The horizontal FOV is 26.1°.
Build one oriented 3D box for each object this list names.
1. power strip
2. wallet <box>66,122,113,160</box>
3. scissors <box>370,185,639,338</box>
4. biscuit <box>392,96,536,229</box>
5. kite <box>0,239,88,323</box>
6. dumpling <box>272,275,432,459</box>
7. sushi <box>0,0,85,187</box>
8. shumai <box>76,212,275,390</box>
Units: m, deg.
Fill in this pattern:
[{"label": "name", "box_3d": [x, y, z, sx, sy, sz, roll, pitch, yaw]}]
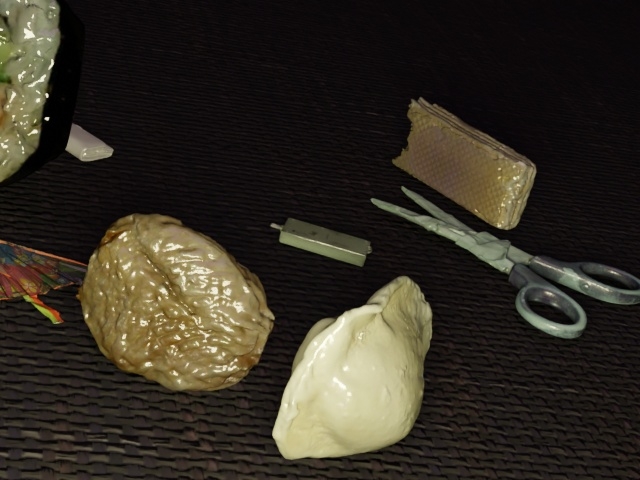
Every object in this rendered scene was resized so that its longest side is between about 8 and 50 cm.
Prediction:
[{"label": "power strip", "box_3d": [0.000, 0.000, 1.786, 0.136, 0.019, 0.051, 16, 27, 3]}, {"label": "wallet", "box_3d": [-0.344, -0.144, 1.893, 0.122, 0.025, 0.061, 31, 23, 31]}, {"label": "scissors", "box_3d": [0.238, 0.014, 1.874, 0.383, 0.029, 0.256, 30, 29, 31]}, {"label": "biscuit", "box_3d": [0.210, -0.115, 2.025, 0.062, 0.108, 0.239, -9, 34, -44]}, {"label": "kite", "box_3d": [-0.347, 0.046, 1.520, 0.183, 0.014, 0.241, 36, 33, 32]}, {"label": "dumpling", "box_3d": [0.051, 0.118, 1.387, 0.131, 0.179, 0.252, 27, 30, 34]}, {"label": "sushi", "box_3d": [-0.451, -0.237, 1.695, 0.328, 0.328, 0.285, 10, 15, -7]}, {"label": "shumai", "box_3d": [-0.142, 0.055, 1.456, 0.206, 0.166, 0.175, 40, 18, -3]}]
